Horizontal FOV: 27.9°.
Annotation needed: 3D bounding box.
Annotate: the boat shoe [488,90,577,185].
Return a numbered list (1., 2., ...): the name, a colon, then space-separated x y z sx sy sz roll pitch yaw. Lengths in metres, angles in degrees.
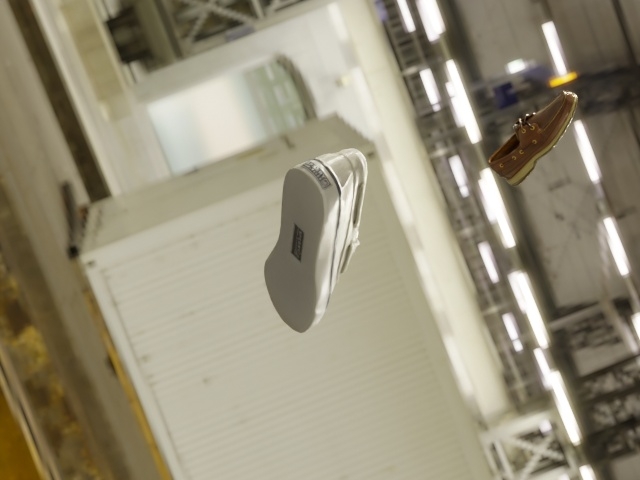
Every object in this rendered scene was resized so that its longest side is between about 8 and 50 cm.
1. boat shoe: 0.324 -0.161 1.972 0.060 0.178 0.064 29 32 -13

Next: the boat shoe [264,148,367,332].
1. boat shoe: 0.000 0.000 1.463 0.096 0.088 0.267 43 -34 30
